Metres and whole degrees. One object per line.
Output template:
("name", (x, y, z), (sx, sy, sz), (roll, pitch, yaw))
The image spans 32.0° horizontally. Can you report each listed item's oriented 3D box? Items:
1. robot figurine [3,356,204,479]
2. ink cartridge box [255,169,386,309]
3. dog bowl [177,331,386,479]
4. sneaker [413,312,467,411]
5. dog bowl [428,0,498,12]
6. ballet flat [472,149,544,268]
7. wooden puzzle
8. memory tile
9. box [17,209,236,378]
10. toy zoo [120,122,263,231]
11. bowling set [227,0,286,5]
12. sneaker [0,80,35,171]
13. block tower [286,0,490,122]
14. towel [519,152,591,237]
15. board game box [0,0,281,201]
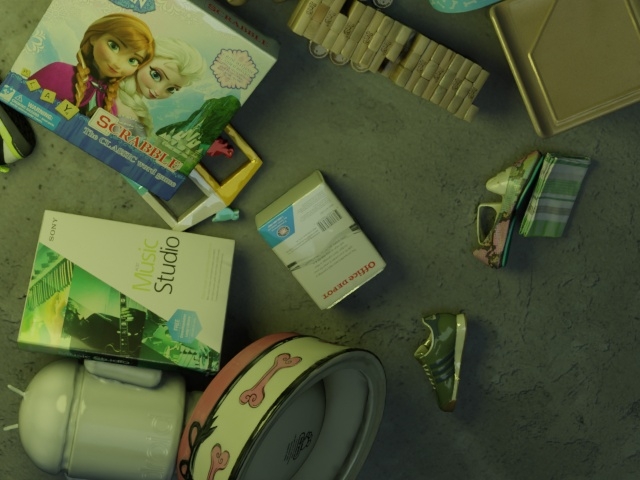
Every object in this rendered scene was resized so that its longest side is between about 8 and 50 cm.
("robot figurine", (-0.355, 0.307, 1.893), (0.353, 0.200, 0.300), (9, 121, -11))
("ink cartridge box", (0.000, 0.000, 1.895), (0.139, 0.082, 0.190), (-36, 112, 6))
("dog bowl", (-0.070, 0.332, 1.872), (0.408, 0.150, 0.408), (-36, 140, -37))
("sneaker", (0.210, 0.217, 2.018), (0.086, 0.064, 0.192), (5, 109, -2))
("dog bowl", (0.289, -0.442, 1.741), (0.297, 0.166, 0.074), (-21, 123, -1))
("ballet flat", (0.315, -0.059, 1.931), (0.079, 0.077, 0.221), (21, 107, 12))
("wooden puzzle", (0.402, -0.297, 1.709), (0.239, 0.044, 0.221), (-22, 92, -1))
("memory tile", (0.048, -0.354, 1.812), (0.113, 0.012, 0.148), (15, 107, -13))
("box", (-0.311, 0.087, 1.817), (0.322, 0.058, 0.232), (8, 66, -7))
("toy zoo", (-0.232, -0.144, 1.838), (0.192, 0.030, 0.293), (-40, 110, 7))
("bowling set", (-0.163, -0.446, 1.685), (0.200, 0.287, 0.154), (24, 100, 29))
("sneaker", (-0.541, -0.211, 1.742), (0.097, 0.084, 0.234), (-25, 108, 9))
("block tower", (0.114, -0.307, 1.783), (0.335, 0.091, 0.097), (25, 104, -21))
("towel", (0.410, -0.075, 1.933), (0.113, 0.023, 0.152), (2, 112, -38))
("board game box", (-0.279, -0.258, 1.690), (0.319, 0.066, 0.318), (31, 121, -17))
